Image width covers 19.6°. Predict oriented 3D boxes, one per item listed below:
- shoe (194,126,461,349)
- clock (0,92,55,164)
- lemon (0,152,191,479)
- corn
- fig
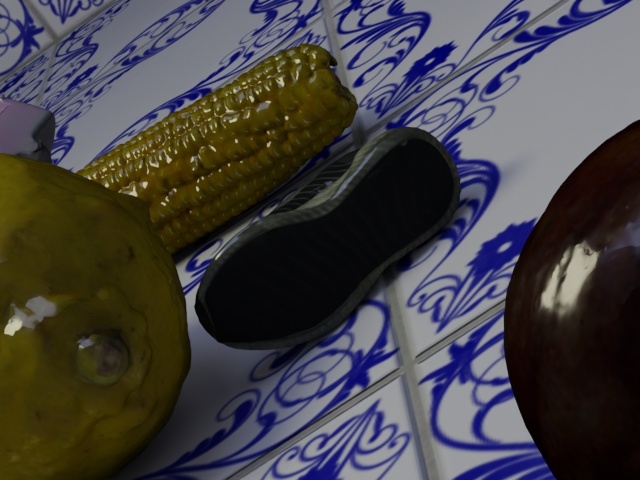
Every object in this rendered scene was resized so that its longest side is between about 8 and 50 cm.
[{"bbox_3d":[0.000,0.000,1.397,0.227,0.099,0.112,-36,11,-11],"label":"shoe"},{"bbox_3d":[-0.326,0.006,1.773,0.227,0.090,0.248,-67,-8,-63],"label":"clock"},{"bbox_3d":[-0.234,0.064,1.369,0.285,0.285,0.316,-42,-10,-15],"label":"lemon"},{"bbox_3d":[-0.126,-0.060,1.712,0.363,0.120,0.120,-33,19,19],"label":"corn"},{"bbox_3d":[0.184,0.055,0.718,0.214,0.235,0.235,-43,19,-3],"label":"fig"}]
